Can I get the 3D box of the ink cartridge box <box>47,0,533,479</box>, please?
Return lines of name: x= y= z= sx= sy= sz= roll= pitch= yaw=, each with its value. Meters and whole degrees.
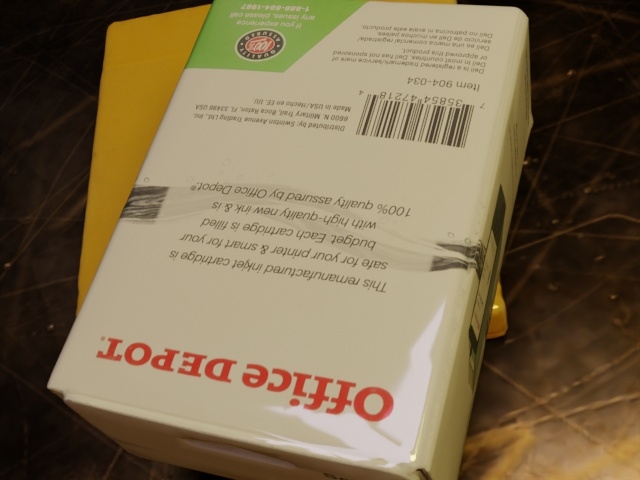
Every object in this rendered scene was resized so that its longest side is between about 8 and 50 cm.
ink cartridge box: x=0.000 y=0.000 z=0.533 sx=0.198 sy=0.115 sz=0.273 roll=8 pitch=62 yaw=18

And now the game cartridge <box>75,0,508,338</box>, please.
game cartridge: x=-0.028 y=-0.050 z=0.669 sx=0.285 sy=0.053 sz=0.324 roll=-8 pitch=59 yaw=10
